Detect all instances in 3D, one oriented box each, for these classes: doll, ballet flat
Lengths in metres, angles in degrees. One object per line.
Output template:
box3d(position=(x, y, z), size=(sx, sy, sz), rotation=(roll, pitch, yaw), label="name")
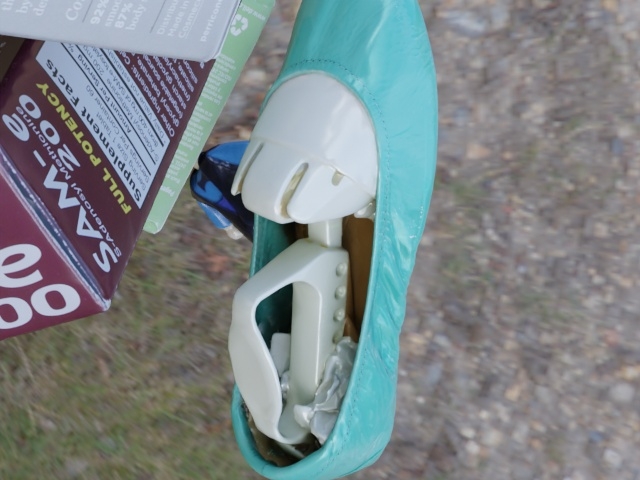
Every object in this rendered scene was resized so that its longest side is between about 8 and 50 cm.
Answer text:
box3d(position=(-0.047, -0.029, 1.309), size=(0.189, 0.129, 0.046), rotation=(38, 55, 11), label="doll")
box3d(position=(0.000, 0.000, 0.760), size=(0.087, 0.083, 0.247), rotation=(-22, 121, -51), label="ballet flat")

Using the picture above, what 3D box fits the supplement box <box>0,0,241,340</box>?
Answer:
box3d(position=(-0.105, -0.065, 0.582), size=(0.130, 0.239, 0.073), rotation=(-15, 124, 27), label="supplement box")

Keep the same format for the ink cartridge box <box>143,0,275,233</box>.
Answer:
box3d(position=(-0.138, -0.040, 0.808), size=(0.056, 0.171, 0.235), rotation=(25, 93, -43), label="ink cartridge box")

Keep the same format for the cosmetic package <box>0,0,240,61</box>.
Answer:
box3d(position=(-0.128, -0.120, 0.397), size=(0.238, 0.127, 0.107), rotation=(1, 122, -41), label="cosmetic package")
